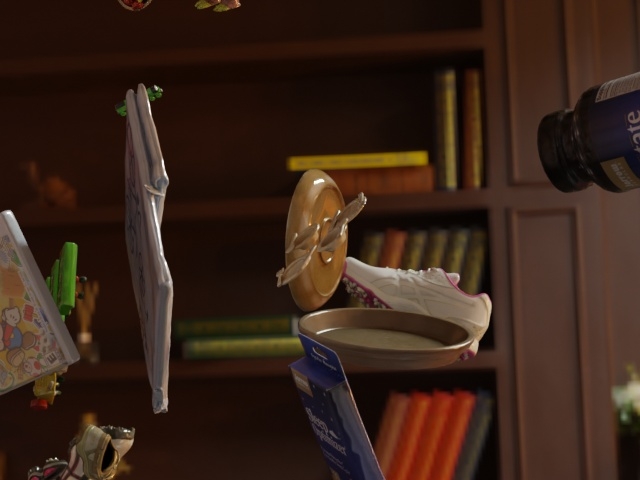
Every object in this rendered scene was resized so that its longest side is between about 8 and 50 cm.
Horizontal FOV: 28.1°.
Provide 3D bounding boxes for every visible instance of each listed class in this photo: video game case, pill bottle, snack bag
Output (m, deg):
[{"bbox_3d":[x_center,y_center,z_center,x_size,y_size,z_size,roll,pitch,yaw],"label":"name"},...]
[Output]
[{"bbox_3d":[-0.461,0.099,1.772,0.206,0.227,0.026,-24,3,26],"label":"video game case"},{"bbox_3d":[0.350,-0.120,1.371,0.219,0.123,0.122,-16,-13,39],"label":"pill bottle"},{"bbox_3d":[-0.231,0.016,1.745,0.037,0.343,0.323,-5,-37,-14],"label":"snack bag"}]

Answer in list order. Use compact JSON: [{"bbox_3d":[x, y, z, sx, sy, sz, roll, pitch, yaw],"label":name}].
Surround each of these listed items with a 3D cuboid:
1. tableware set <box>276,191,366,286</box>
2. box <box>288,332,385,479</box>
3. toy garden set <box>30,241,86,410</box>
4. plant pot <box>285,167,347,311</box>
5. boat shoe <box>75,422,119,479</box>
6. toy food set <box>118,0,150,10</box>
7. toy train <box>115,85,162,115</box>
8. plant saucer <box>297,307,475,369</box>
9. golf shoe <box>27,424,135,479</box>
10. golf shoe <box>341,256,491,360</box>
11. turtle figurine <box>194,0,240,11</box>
[{"bbox_3d":[-0.001,-0.003,1.850,0.168,0.020,0.141,-34,18,28],"label":"tableware set"},{"bbox_3d":[0.020,0.238,1.688,0.036,0.225,0.136,-25,17,-18],"label":"box"},{"bbox_3d":[-0.421,0.148,2.065,0.049,0.204,0.244,9,-28,-21],"label":"toy garden set"},{"bbox_3d":[0.000,0.000,2.096,0.032,0.236,0.236,3,-4,21],"label":"plant pot"},{"bbox_3d":[-0.321,0.320,1.891,0.048,0.056,0.153,17,-33,14],"label":"boat shoe"},{"bbox_3d":[-0.287,-0.394,1.958,0.082,0.083,0.020,-48,-17,26],"label":"toy food set"},{"bbox_3d":[-0.295,-0.228,2.072,0.083,0.017,0.024,-27,-34,10],"label":"toy train"},{"bbox_3d":[0.102,0.154,2.004,0.277,0.041,0.278,3,10,-1],"label":"plant saucer"},{"bbox_3d":[-0.414,0.419,2.284,0.105,0.120,0.273,11,-39,-44],"label":"golf shoe"},{"bbox_3d":[0.177,0.099,2.383,0.306,0.140,0.115,31,-13,9],"label":"golf shoe"},{"bbox_3d":[-0.241,-0.595,2.672,0.269,0.217,0.087,11,34,32],"label":"turtle figurine"}]
